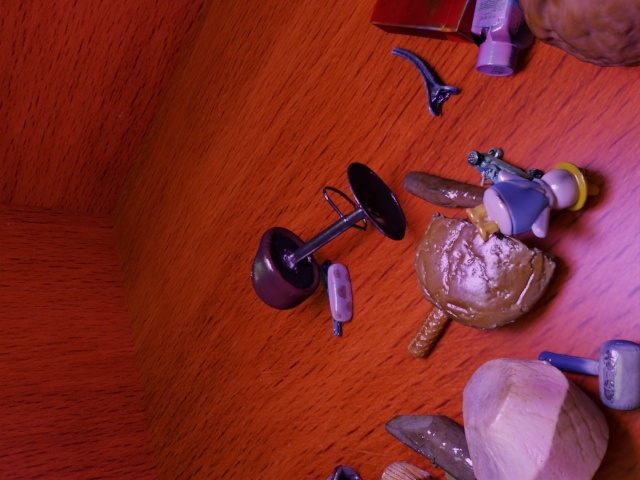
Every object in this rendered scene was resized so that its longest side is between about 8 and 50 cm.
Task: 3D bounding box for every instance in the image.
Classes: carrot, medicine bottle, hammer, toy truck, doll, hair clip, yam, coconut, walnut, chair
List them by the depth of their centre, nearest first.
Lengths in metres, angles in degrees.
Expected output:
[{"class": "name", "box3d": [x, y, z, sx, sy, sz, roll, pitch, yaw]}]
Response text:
[{"class": "walnut", "box3d": [0.457, -0.434, 0.791, 0.306, 0.344, 0.306, -10, 75, 40]}, {"class": "coconut", "box3d": [0.370, 0.341, 0.893, 0.259, 0.259, 0.259, -10, 78, 50]}, {"class": "hammer", "box3d": [0.474, 0.228, 0.906, 0.194, 0.069, 0.116, -5, 82, 59]}, {"class": "doll", "box3d": [0.395, -0.076, 0.935, 0.135, 0.241, 0.099, -118, 11, -63]}, {"class": "medicine bottle", "box3d": [0.382, -0.449, 1.060, 0.094, 0.119, 0.188, 16, 97, 51]}, {"class": "toy truck", "box3d": [0.378, -0.134, 1.061, 0.154, 0.080, 0.078, 45, 136, 44]}, {"class": "yam", "box3d": [0.256, 0.434, 1.108, 0.259, 0.106, 0.106, 20, 101, 48]}, {"class": "carrot", "box3d": [0.318, -0.100, 1.137, 0.342, 0.070, 0.070, 23, 103, 48]}, {"class": "hair clip", "box3d": [0.255, -0.425, 1.285, 0.083, 0.048, 0.275, -54, 43, 34]}, {"class": "chair", "box3d": [0.000, 0.000, 1.325, 0.401, 0.226, 0.227, -36, 58, 28]}, {"class": "hair clip", "box3d": [0.029, 0.164, 1.473, 0.039, 0.070, 0.230, -35, 66, 44]}]

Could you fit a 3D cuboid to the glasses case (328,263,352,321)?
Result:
[{"class": "glasses case", "box3d": [0.055, 0.146, 1.426, 0.041, 0.063, 0.164, -24, 66, 50]}]

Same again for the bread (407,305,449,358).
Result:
[{"class": "bread", "box3d": [0.254, 0.210, 1.186, 0.157, 0.044, 0.052, -63, 37, 22]}]

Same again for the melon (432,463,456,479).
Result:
[{"class": "melon", "box3d": [0.329, 0.555, 1.061, 0.262, 0.053, 0.114, 41, 134, 50]}]

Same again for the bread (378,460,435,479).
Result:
[{"class": "bread", "box3d": [0.200, 0.604, 1.129, 0.114, 0.132, 0.191, 4, 92, 52]}]

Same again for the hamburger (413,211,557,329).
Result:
[{"class": "hamburger", "box3d": [0.316, 0.068, 1.062, 0.309, 0.132, 0.211, 28, 103, 47]}]

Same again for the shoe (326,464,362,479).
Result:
[{"class": "shoe", "box3d": [0.094, 0.654, 1.277, 0.227, 0.099, 0.126, 42, 120, 50]}]

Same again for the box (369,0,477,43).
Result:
[{"class": "box", "box3d": [0.277, -0.604, 1.237, 0.313, 0.089, 0.197, 35, 110, 48]}]
